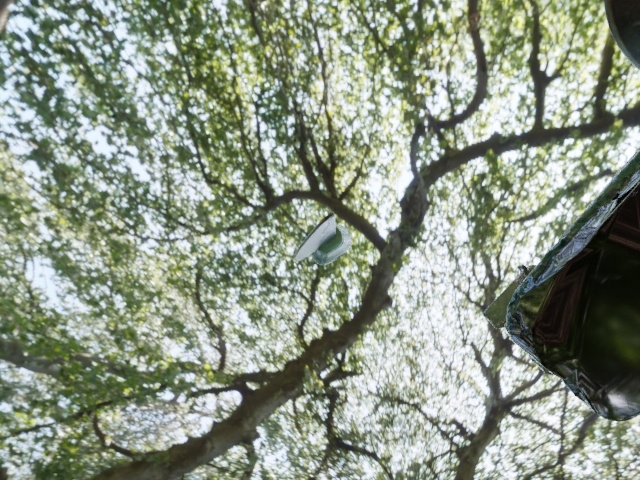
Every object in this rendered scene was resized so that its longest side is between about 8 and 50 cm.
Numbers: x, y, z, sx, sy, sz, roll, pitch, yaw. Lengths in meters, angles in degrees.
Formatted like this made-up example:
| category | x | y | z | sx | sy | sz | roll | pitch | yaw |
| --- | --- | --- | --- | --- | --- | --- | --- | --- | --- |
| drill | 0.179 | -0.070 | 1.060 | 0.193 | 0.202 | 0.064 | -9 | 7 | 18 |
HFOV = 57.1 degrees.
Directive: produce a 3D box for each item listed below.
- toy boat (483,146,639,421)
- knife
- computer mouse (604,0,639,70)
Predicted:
| category | x | y | z | sx | sy | sz | roll | pitch | yaw |
| --- | --- | --- | --- | --- | --- | --- | --- | --- | --- |
| toy boat | 0.234 | -0.034 | 0.367 | 0.134 | 0.092 | 0.299 | 41 | -85 | -20 |
| knife | -0.001 | 0.001 | 0.624 | 0.063 | 0.260 | 0.034 | -34 | -97 | 3 |
| computer mouse | 0.378 | -0.236 | 0.420 | 0.379 | 0.167 | 0.090 | -26 | -158 | -4 |
